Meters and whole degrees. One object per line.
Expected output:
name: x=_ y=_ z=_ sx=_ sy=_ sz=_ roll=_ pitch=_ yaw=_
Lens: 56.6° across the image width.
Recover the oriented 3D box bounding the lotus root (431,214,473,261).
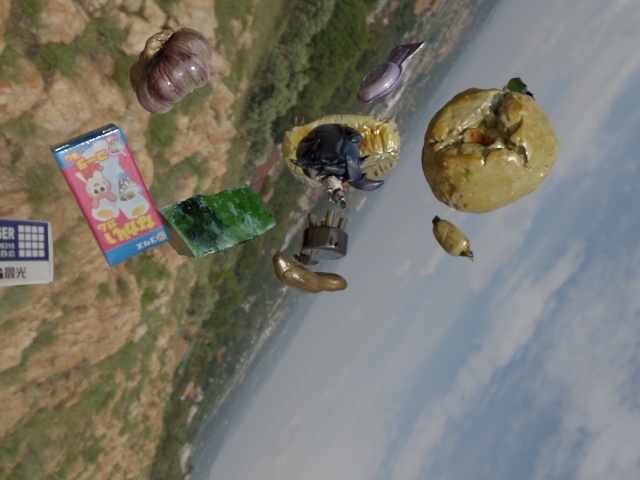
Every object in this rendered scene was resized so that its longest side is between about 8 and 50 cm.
lotus root: x=0.328 y=0.000 z=1.480 sx=0.063 sy=0.152 sz=0.072 roll=-37 pitch=155 yaw=-10

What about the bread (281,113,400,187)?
bread: x=0.068 y=-0.292 z=1.948 sx=0.183 sy=0.389 sz=0.236 roll=-73 pitch=162 yaw=-85

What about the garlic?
garlic: x=-0.383 y=-0.437 z=1.489 sx=0.245 sy=0.160 sz=0.245 roll=-25 pitch=-136 yaw=26

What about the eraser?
eraser: x=-0.605 y=0.021 z=1.039 sx=0.279 sy=0.081 sz=0.124 roll=3 pitch=82 yaw=-65

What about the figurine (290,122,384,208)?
figurine: x=0.037 y=-0.200 z=1.532 sx=0.197 sy=0.265 sz=0.175 roll=-40 pitch=133 yaw=-11

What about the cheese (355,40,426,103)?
cheese: x=0.139 y=-0.352 z=1.253 sx=0.105 sy=0.042 sz=0.191 roll=12 pitch=-122 yaw=50

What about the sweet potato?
sweet potato: x=-0.021 y=0.074 z=1.123 sx=0.053 sy=0.182 sz=0.054 roll=-48 pitch=-139 yaw=26

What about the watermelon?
watermelon: x=-0.302 y=-0.052 z=1.590 sx=0.264 sy=0.151 sz=0.302 roll=-23 pitch=-170 yaw=-34

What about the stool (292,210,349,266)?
stool: x=0.000 y=0.000 z=1.599 sx=0.217 sy=0.125 sz=0.121 roll=149 pitch=-52 yaw=-60

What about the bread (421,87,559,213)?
bread: x=0.284 y=-0.172 z=1.035 sx=0.244 sy=0.244 sz=0.134 roll=-57 pitch=145 yaw=-13

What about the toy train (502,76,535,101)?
toy train: x=0.432 y=-0.319 z=1.298 sx=0.038 sy=0.071 sz=0.148 roll=-41 pitch=179 yaw=16

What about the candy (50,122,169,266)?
candy: x=-0.498 y=-0.108 z=1.416 sx=0.157 sy=0.305 sz=0.100 roll=-28 pitch=-153 yaw=-20
